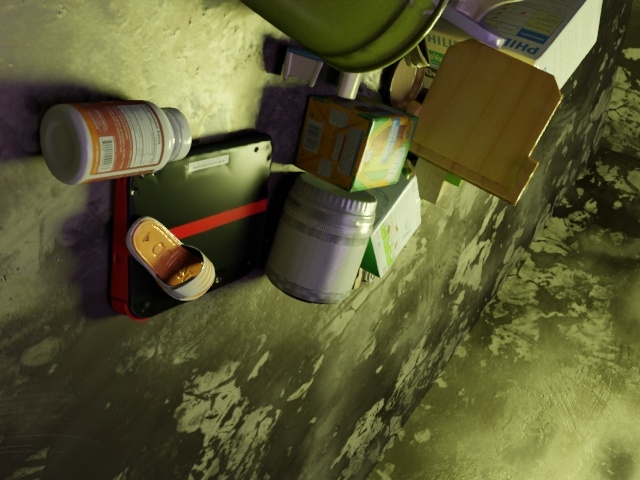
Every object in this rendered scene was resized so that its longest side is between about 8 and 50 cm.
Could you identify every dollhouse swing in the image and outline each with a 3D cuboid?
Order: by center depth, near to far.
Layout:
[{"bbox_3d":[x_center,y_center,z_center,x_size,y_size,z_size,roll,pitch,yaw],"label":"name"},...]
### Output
[{"bbox_3d":[0.421,-0.305,1.674,0.305,0.347,0.315,-63,166,9],"label":"dollhouse swing"}]

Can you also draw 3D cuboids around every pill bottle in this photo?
[{"bbox_3d":[-0.316,-0.161,1.024,0.216,0.121,0.121,-19,129,-51],"label":"pill bottle"}]

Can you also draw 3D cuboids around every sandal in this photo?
[{"bbox_3d":[-0.266,0.051,1.214,0.102,0.076,0.265,-57,148,-13],"label":"sandal"}]

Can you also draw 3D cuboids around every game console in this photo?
[{"bbox_3d":[-0.251,-0.034,1.309,0.386,0.060,0.342,-24,129,-48],"label":"game console"}]

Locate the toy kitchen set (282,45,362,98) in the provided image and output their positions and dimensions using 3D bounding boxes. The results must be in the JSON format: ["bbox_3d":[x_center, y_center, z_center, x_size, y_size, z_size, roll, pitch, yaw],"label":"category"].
[{"bbox_3d":[0.012,-0.398,1.403,0.207,0.166,0.122,-90,-164,-71],"label":"toy kitchen set"}]

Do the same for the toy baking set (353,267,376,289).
[{"bbox_3d":[0.185,0.039,2.063,0.256,0.030,0.196,-48,148,-24],"label":"toy baking set"}]

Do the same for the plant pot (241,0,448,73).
[{"bbox_3d":[-0.025,-0.492,1.029,0.353,0.366,0.366,5,110,-45],"label":"plant pot"}]

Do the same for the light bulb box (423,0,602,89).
[{"bbox_3d":[0.510,-0.557,1.751,0.361,0.358,0.225,-49,147,-20],"label":"light bulb box"}]

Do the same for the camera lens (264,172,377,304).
[{"bbox_3d":[0.000,0.000,1.550,0.219,0.219,0.274,-6,119,-56],"label":"camera lens"}]

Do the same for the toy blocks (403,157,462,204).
[{"bbox_3d":[0.396,-0.300,1.968,0.261,0.191,0.381,-47,158,-42],"label":"toy blocks"}]

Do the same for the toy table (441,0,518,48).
[{"bbox_3d":[0.355,-0.594,1.520,0.161,0.274,0.252,-57,172,29],"label":"toy table"}]

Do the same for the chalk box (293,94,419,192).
[{"bbox_3d":[0.105,-0.241,1.558,0.289,0.179,0.180,-17,128,-52],"label":"chalk box"}]

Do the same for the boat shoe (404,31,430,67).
[{"bbox_3d":[0.242,-0.525,1.616,0.068,0.072,0.190,-46,133,-27],"label":"boat shoe"}]

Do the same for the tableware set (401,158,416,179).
[{"bbox_3d":[0.199,-0.230,1.728,0.024,0.154,0.104,-35,179,24],"label":"tableware set"}]

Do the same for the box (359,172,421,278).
[{"bbox_3d":[0.176,-0.057,1.855,0.231,0.127,0.262,-53,154,-17],"label":"box"}]

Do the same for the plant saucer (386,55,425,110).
[{"bbox_3d":[0.226,-0.435,1.740,0.168,0.029,0.168,-36,141,-37],"label":"plant saucer"}]
